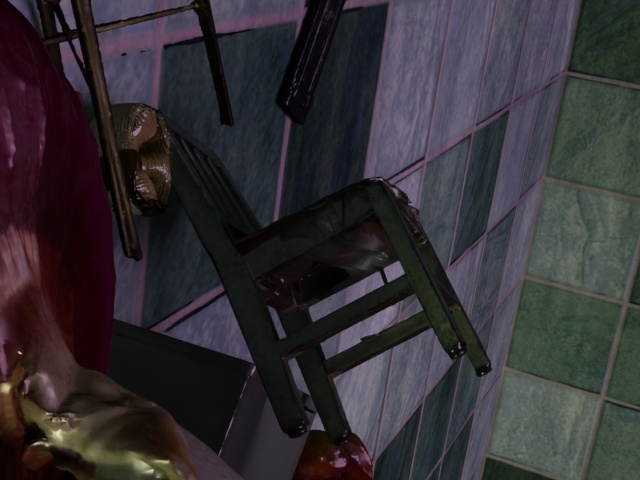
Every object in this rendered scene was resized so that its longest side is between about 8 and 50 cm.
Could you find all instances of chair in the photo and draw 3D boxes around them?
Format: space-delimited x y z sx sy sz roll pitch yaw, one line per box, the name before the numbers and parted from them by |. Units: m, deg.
chair | -0.139 -0.152 0.508 0.325 0.160 0.170 86 25 -45
chair | 0.000 0.000 0.784 0.270 0.147 0.136 65 10 20

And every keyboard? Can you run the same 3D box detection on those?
keyboard | 0.003 -0.217 1.041 0.061 0.013 0.204 40 67 -69

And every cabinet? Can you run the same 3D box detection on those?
cabinet | -0.121 0.185 0.802 0.206 0.150 0.145 -70 155 -12

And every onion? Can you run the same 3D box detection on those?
onion | -0.185 -0.008 0.390 0.256 0.273 0.230 -123 -147 -67

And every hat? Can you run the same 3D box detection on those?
hat | -0.137 -0.055 0.725 0.077 0.059 0.076 26 64 -75

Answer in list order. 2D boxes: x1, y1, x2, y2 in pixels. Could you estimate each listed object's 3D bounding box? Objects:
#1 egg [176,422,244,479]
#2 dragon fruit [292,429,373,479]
egg | -0.147 0.242 0.541 0.354 0.355 0.339 78 8 -52
dragon fruit | -0.021 0.303 0.975 0.307 0.228 0.243 -83 -168 -48
